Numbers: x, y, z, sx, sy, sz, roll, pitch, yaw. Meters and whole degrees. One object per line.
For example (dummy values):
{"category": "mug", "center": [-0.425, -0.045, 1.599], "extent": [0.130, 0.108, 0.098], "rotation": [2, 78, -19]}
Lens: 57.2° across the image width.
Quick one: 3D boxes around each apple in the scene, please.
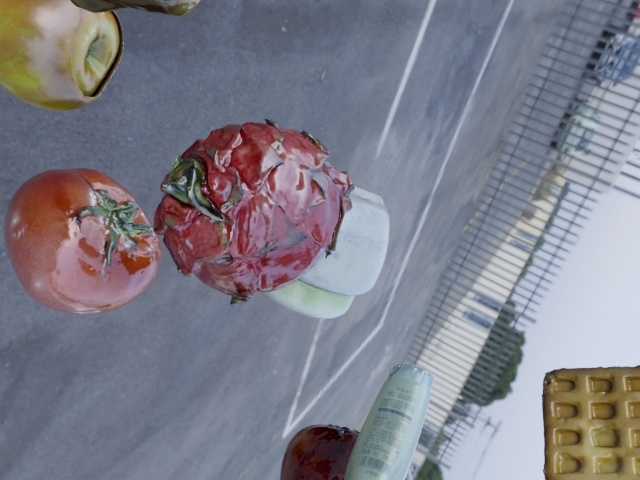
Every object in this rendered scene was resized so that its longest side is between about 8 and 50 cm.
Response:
{"category": "apple", "center": [-0.450, -0.336, 0.998], "extent": [0.237, 0.207, 0.237], "rotation": [-58, 178, -2]}

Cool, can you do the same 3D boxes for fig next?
{"category": "fig", "center": [0.038, 0.423, 0.973], "extent": [0.263, 0.223, 0.224], "rotation": [-86, -170, -57]}

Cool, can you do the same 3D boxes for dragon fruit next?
{"category": "dragon fruit", "center": [-0.081, -0.044, 0.817], "extent": [0.298, 0.244, 0.245], "rotation": [-12, 134, -27]}

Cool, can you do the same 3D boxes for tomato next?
{"category": "tomato", "center": [-0.513, 0.019, 1.259], "extent": [0.272, 0.342, 0.341], "rotation": [-35, 168, 15]}

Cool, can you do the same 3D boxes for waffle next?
{"category": "waffle", "center": [0.532, 0.313, 0.947], "extent": [0.098, 0.327, 0.224], "rotation": [45, 45, -42]}

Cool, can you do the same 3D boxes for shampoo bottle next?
{"category": "shampoo bottle", "center": [0.000, 0.000, 1.395], "extent": [0.322, 0.322, 0.318], "rotation": [-15, 131, -66]}
{"category": "shampoo bottle", "center": [0.090, 0.246, 0.748], "extent": [0.212, 0.072, 0.049], "rotation": [-52, 144, -47]}

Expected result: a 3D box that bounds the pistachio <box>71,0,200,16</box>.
{"category": "pistachio", "center": [-0.196, -0.284, 0.591], "extent": [0.100, 0.189, 0.110], "rotation": [-59, 148, -20]}
